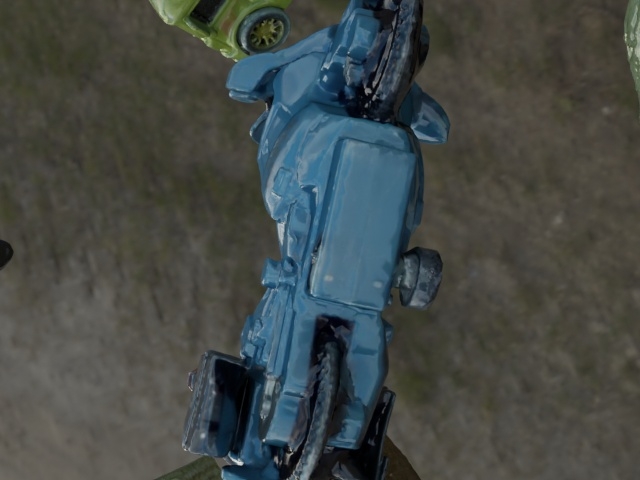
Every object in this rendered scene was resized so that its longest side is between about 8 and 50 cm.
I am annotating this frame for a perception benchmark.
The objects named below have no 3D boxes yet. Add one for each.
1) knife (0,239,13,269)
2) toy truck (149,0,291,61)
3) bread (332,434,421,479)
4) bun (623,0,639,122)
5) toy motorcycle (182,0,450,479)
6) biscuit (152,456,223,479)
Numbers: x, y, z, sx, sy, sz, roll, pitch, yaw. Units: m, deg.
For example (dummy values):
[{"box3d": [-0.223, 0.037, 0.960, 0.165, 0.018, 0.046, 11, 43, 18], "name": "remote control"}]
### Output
[{"box3d": [-0.326, 0.007, 1.341, 0.018, 0.121, 0.031, 128, 146, -51], "name": "knife"}, {"box3d": [-0.039, -0.207, 0.928, 0.191, 0.116, 0.085, -49, 49, 23], "name": "toy truck"}, {"box3d": [-0.017, 0.319, 1.410, 0.165, 0.113, 0.416, 50, 142, 19], "name": "bread"}, {"box3d": [0.266, -0.103, 1.040, 0.108, 0.221, 0.221, -10, 97, 30], "name": "bun"}, {"box3d": [0.000, 0.000, 0.795, 0.182, 0.123, 0.272, 178, 105, -78], "name": "toy motorcycle"}, {"box3d": [-0.174, 0.261, 1.496, 0.052, 0.150, 0.252, 62, 154, 4], "name": "biscuit"}]
